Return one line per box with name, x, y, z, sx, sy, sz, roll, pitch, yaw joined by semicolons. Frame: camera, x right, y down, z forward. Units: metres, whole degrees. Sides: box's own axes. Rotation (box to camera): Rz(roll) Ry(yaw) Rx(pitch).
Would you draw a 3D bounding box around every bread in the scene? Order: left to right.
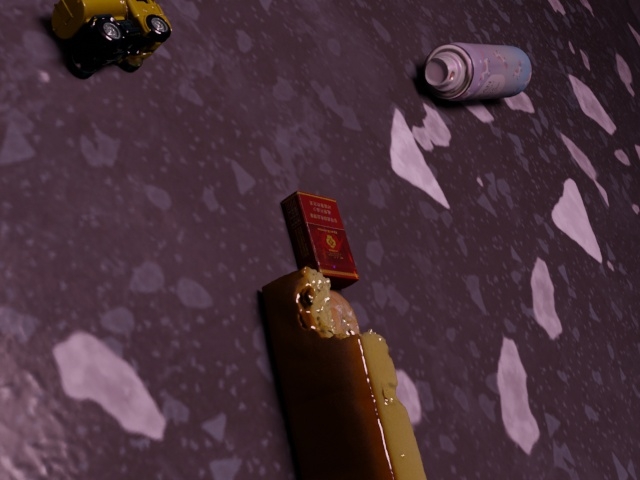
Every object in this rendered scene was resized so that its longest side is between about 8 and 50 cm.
bread;0.018;0.124;0.595;0.049;0.088;0.226;10;58;-45

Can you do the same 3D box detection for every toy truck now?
toy truck;-0.156;-0.161;0.630;0.083;0.049;0.054;-26;84;-54

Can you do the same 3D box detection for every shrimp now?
shrimp;0.020;0.090;0.679;0.059;0.023;0.108;28;45;-48

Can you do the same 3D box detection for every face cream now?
face cream;0.203;-0.222;1.091;0.229;0.075;0.075;-16;78;-53

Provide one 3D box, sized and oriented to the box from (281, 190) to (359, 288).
box;0.000;0.000;0.720;0.052;0.023;0.082;9;58;-47
